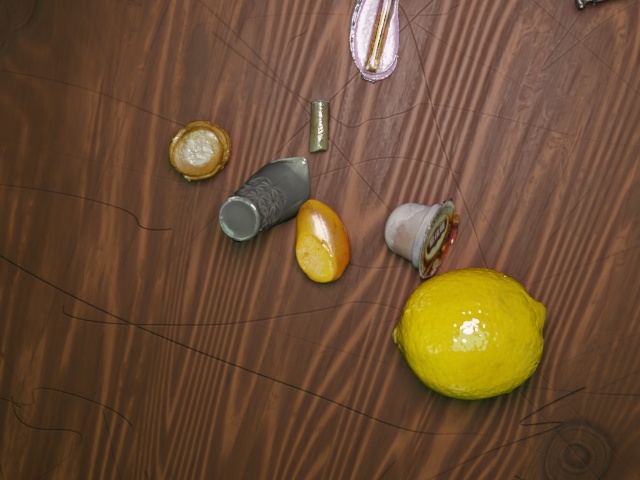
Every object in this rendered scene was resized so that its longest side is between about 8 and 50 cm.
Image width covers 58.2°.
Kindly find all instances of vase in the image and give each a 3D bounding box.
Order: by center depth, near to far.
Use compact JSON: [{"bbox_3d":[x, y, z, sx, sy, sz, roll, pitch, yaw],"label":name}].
[{"bbox_3d":[-0.147,-0.082,1.403,0.156,0.301,0.251,39,113,1],"label":"vase"}]

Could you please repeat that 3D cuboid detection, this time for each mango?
[{"bbox_3d":[0.002,-0.002,1.483,0.141,0.102,0.217,-13,102,22],"label":"mango"}]

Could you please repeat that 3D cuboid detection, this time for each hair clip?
[{"bbox_3d":[0.148,-0.565,1.378,0.110,0.095,0.359,4,114,-27],"label":"hair clip"}]

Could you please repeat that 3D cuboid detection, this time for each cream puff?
[{"bbox_3d":[-0.310,-0.235,1.484,0.165,0.115,0.150,-3,107,1],"label":"cream puff"}]

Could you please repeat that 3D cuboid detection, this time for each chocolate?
[{"bbox_3d":[0.236,-0.017,1.423,0.147,0.221,0.222,21,105,34],"label":"chocolate"}]

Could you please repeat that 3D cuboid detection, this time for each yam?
[{"bbox_3d":[-0.002,-0.289,1.455,0.054,0.054,0.133,4,100,9],"label":"yam"}]

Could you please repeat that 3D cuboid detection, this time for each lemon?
[{"bbox_3d":[0.354,0.220,1.366,0.335,0.336,0.336,2,101,9],"label":"lemon"}]

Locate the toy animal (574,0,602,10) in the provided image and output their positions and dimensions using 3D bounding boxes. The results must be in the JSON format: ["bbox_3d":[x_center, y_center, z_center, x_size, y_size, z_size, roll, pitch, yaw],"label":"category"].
[{"bbox_3d":[0.617,-0.626,1.255,0.146,0.114,0.245,8,102,8],"label":"toy animal"}]
